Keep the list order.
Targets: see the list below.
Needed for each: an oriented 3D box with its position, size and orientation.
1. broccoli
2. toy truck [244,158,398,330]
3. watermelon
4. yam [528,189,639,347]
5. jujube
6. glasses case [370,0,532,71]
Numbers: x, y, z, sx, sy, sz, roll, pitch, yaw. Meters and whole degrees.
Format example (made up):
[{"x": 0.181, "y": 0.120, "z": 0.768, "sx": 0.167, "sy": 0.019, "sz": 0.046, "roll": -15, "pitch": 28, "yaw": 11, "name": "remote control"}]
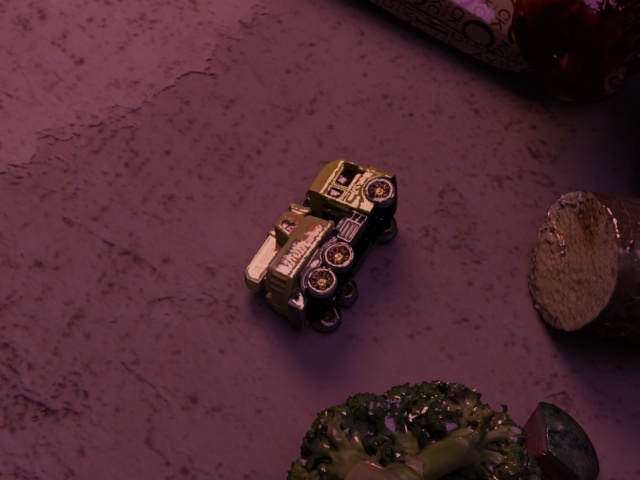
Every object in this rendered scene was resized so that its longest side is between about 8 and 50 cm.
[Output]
[{"x": 0.073, "y": 0.239, "z": 1.318, "sx": 0.270, "sy": 0.270, "sz": 0.270, "roll": -4, "pitch": 75, "yaw": 13, "name": "broccoli"}, {"x": 0.000, "y": 0.000, "z": 1.535, "sx": 0.100, "sy": 0.077, "sz": 0.169, "roll": 24, "pitch": 63, "yaw": 18, "name": "toy truck"}, {"x": 0.214, "y": 0.198, "z": 1.473, "sx": 0.084, "sy": 0.092, "sz": 0.072, "roll": 40, "pitch": 101, "yaw": 20, "name": "watermelon"}, {"x": 0.336, "y": 0.038, "z": 1.533, "sx": 0.254, "sy": 0.154, "sz": 0.154, "roll": 12, "pitch": 61, "yaw": -7, "name": "yam"}, {"x": 0.306, "y": -0.275, "z": 1.604, "sx": 0.216, "sy": 0.216, "sz": 0.342, "roll": 31, "pitch": 56, "yaw": 6, "name": "jujube"}, {"x": 0.106, "y": -0.297, "z": 1.700, "sx": 0.354, "sy": 0.085, "sz": 0.137, "roll": 30, "pitch": 56, "yaw": 3, "name": "glasses case"}]
